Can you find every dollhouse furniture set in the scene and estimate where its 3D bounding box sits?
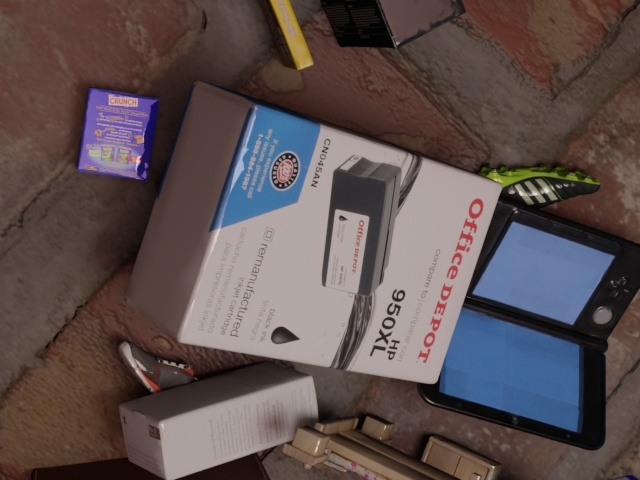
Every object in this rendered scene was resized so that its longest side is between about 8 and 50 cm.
[{"bbox_3d":[0.130,0.366,1.502,0.303,0.355,0.173,22,94,23],"label":"dollhouse furniture set"}]

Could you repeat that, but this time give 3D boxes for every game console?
[{"bbox_3d":[0.298,0.111,1.590,0.293,0.173,0.250,17,117,-16],"label":"game console"}]

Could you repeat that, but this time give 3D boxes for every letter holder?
[{"bbox_3d":[-0.211,0.382,1.502,0.302,0.214,0.152,-5,100,-13],"label":"letter holder"}]

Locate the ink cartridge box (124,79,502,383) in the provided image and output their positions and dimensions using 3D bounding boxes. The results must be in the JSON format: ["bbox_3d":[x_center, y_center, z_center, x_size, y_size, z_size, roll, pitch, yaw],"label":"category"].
[{"bbox_3d":[0.000,0.000,1.450,0.395,0.166,0.285,14,98,-36],"label":"ink cartridge box"}]

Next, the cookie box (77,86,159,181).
[{"bbox_3d":[-0.257,-0.136,1.492,0.092,0.040,0.107,8,98,-14],"label":"cookie box"}]

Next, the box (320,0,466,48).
[{"bbox_3d":[0.060,-0.336,1.419,0.103,0.261,0.184,-29,105,-7],"label":"box"}]

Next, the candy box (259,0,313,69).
[{"bbox_3d":[-0.064,-0.315,1.474,0.027,0.105,0.206,-23,103,-3],"label":"candy box"}]

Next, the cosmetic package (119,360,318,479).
[{"bbox_3d":[-0.128,0.229,1.508,0.231,0.117,0.085,-14,102,-33],"label":"cosmetic package"}]

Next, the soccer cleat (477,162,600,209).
[{"bbox_3d":[0.300,-0.068,1.632,0.179,0.060,0.072,1,109,-7],"label":"soccer cleat"}]

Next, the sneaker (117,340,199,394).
[{"bbox_3d":[-0.204,0.178,1.556,0.065,0.061,0.158,-46,117,-12],"label":"sneaker"}]

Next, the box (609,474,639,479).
[{"bbox_3d":[0.424,0.431,1.735,0.137,0.072,0.126,-11,102,-12],"label":"box"}]
